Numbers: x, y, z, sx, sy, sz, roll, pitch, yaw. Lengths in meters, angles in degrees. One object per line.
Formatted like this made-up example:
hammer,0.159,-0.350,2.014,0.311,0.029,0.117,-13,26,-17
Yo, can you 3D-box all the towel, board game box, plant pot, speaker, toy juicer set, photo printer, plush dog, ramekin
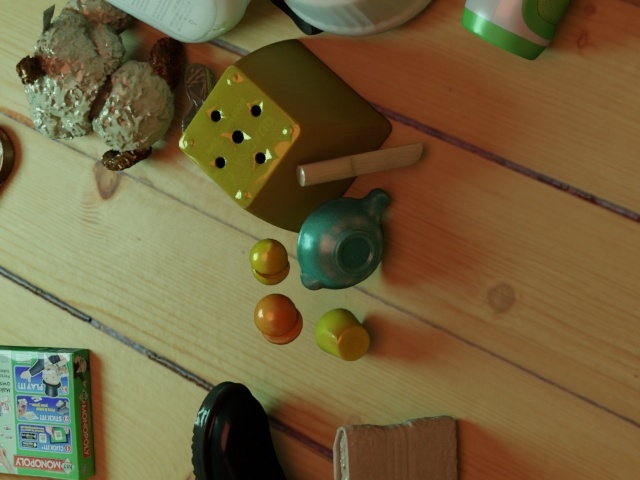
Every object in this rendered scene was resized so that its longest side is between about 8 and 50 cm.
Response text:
towel,0.107,0.384,1.656,0.049,0.187,0.282,3,94,60
board game box,-0.525,0.285,2.039,0.317,0.046,0.213,0,95,27
plant pot,-0.069,-0.145,1.691,0.212,0.187,0.212,44,111,18
speaker,0.291,-0.382,1.520,0.131,0.131,0.296,33,108,21
toy juicer set,0.000,0.000,1.672,0.089,0.209,0.329,34,111,61
photo printer,-0.240,-0.395,1.686,0.307,0.256,0.107,28,74,-11
plush dog,-0.326,-0.230,1.832,0.225,0.210,0.262,26,106,-1
ramekin,0.037,-0.422,1.618,0.277,0.135,0.277,-1,88,19

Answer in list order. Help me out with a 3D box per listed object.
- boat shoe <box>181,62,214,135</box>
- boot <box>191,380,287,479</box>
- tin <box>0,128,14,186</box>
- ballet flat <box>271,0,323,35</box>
boat shoe,-0.178,-0.198,1.822,0.050,0.045,0.135,4,92,20
boot,-0.036,0.377,1.745,0.260,0.131,0.348,1,105,34
tin,-0.587,-0.113,2.044,0.106,0.040,0.189,43,111,13
ballet flat,-0.045,-0.363,1.749,0.173,0.049,0.057,51,156,16
